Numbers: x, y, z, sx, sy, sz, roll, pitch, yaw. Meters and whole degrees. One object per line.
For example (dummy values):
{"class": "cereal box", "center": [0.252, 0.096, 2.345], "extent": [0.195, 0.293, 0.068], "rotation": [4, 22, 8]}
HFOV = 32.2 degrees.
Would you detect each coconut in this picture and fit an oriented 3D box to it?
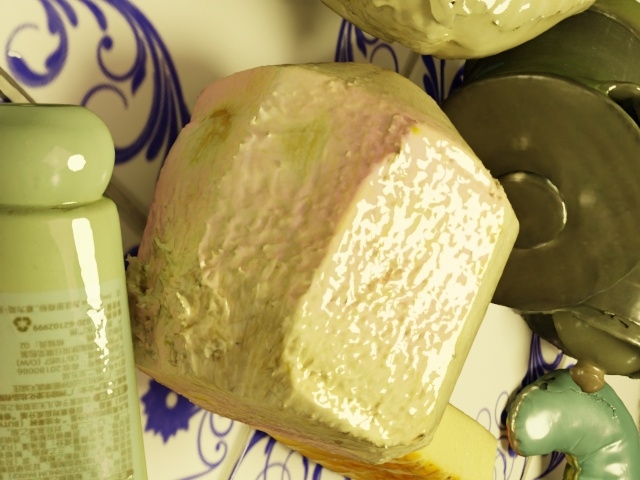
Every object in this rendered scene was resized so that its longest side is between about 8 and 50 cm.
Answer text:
{"class": "coconut", "center": [0.000, 0.000, 0.715], "extent": [0.233, 0.233, 0.245], "rotation": [37, 68, -50]}

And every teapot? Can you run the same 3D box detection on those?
{"class": "teapot", "center": [0.321, 0.020, 1.183], "extent": [0.305, 0.223, 0.285], "rotation": [41, 70, -52]}
{"class": "teapot", "center": [0.165, -0.068, 0.916], "extent": [0.200, 0.270, 0.337], "rotation": [51, 28, -7]}

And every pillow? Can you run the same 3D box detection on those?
{"class": "pillow", "center": [0.285, 0.260, 1.251], "extent": [0.214, 0.086, 0.233], "rotation": [11, 79, -38]}

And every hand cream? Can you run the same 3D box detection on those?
{"class": "hand cream", "center": [-0.158, 0.077, 0.619], "extent": [0.147, 0.093, 0.306], "rotation": [-2, 98, -16]}

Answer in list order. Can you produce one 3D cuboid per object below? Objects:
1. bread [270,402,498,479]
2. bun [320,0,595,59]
{"class": "bread", "center": [0.050, 0.158, 0.899], "extent": [0.188, 0.125, 0.068], "rotation": [38, 58, -51]}
{"class": "bun", "center": [0.074, -0.293, 0.794], "extent": [0.359, 0.211, 0.360], "rotation": [-2, 93, -43]}
